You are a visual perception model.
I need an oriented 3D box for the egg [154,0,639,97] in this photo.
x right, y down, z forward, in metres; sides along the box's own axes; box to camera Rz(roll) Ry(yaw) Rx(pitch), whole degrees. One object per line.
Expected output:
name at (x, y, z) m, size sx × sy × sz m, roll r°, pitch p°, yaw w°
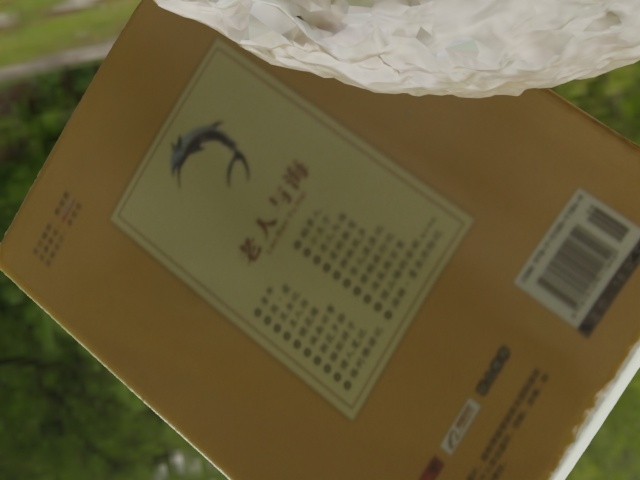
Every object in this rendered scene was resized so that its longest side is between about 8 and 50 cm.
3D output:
egg at (0.027, -0.178, 0.620) m, size 0.310 × 0.279 × 0.279 m, roll 23°, pitch -175°, yaw 8°

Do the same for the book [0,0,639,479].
book at (0.000, 0.000, 0.988) m, size 0.389 × 0.269 × 0.032 m, roll 39°, pitch -169°, yaw 35°
